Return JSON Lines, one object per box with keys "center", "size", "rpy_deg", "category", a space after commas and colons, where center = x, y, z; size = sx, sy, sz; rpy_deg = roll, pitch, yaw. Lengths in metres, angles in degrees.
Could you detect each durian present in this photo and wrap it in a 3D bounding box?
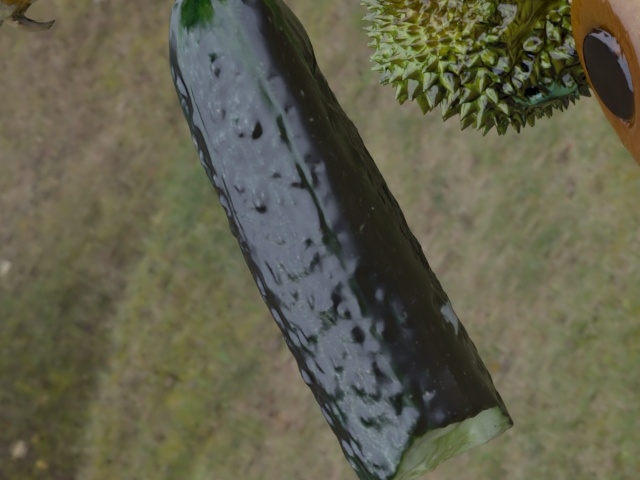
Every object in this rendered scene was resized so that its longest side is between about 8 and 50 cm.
{"center": [0.162, -0.217, 1.472], "size": [0.291, 0.291, 0.225], "rpy_deg": [-38, 61, 31], "category": "durian"}

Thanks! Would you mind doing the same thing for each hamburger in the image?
{"center": [0.277, -0.141, 1.194], "size": [0.147, 0.237, 0.237], "rpy_deg": [-21, 33, -4], "category": "hamburger"}

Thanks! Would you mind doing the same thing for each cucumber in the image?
{"center": [0.001, -0.001, 0.683], "size": [0.074, 0.241, 0.074], "rpy_deg": [-27, 13, 6], "category": "cucumber"}

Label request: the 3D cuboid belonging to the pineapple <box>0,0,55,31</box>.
{"center": [-0.134, -0.106, 0.605], "size": [0.250, 0.139, 0.164], "rpy_deg": [-69, 2, -86], "category": "pineapple"}
